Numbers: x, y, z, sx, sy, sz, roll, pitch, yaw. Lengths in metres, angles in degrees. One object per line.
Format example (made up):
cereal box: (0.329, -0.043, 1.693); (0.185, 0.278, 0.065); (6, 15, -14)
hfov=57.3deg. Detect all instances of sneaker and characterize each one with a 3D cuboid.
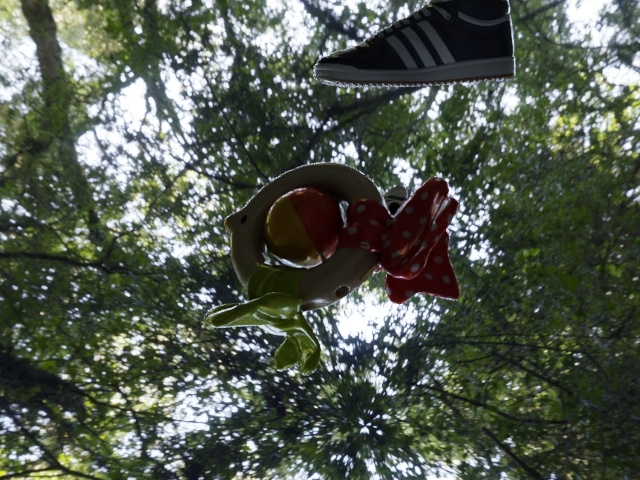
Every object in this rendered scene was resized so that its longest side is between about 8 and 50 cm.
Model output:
sneaker: (0.097, -0.050, 0.884); (0.032, 0.083, 0.036); (21, -127, -34)
sneaker: (0.128, -0.289, 0.798); (0.283, 0.099, 0.153); (-5, -74, -6)

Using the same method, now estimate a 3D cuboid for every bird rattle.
bird rattle: (0.000, 0.000, 0.559); (0.254, 0.143, 0.206); (-38, -128, 9)
